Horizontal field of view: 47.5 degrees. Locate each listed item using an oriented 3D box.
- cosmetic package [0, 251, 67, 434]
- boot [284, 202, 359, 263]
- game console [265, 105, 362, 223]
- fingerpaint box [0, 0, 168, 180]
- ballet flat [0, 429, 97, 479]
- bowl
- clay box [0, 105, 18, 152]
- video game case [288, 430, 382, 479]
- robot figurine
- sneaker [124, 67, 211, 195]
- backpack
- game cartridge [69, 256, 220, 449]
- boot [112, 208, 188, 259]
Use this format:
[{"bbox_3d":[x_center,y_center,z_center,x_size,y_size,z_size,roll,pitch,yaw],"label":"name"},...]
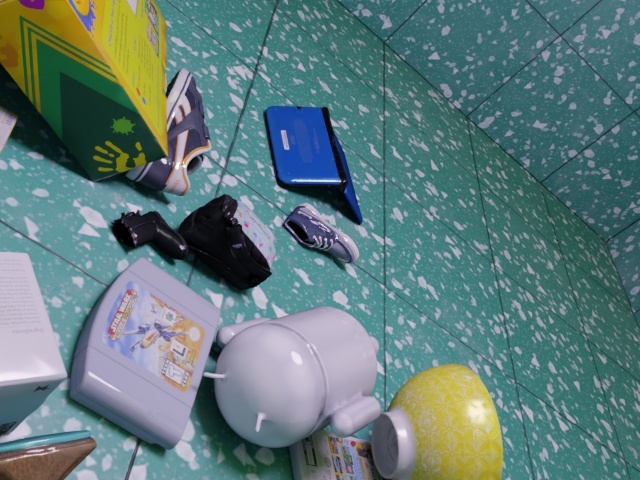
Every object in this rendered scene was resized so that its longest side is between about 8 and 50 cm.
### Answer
[{"bbox_3d":[-0.430,0.128,0.876,0.151,0.151,0.184,4,51,-50],"label":"cosmetic package"},{"bbox_3d":[0.000,0.000,1.678,0.190,0.069,0.086,40,37,0],"label":"boot"},{"bbox_3d":[-0.016,-0.197,1.907,0.250,0.173,0.293,-1,49,-14],"label":"game console"},{"bbox_3d":[-0.428,-0.397,1.309,0.371,0.163,0.445,65,10,-49],"label":"fingerpaint box"},{"bbox_3d":[-0.407,0.282,0.792,0.342,0.116,0.124,9,68,-47],"label":"ballet flat"},{"bbox_3d":[0.186,0.372,1.328,0.156,0.289,0.290,3,49,-21],"label":"bowl"},{"bbox_3d":[-0.598,-0.202,1.125,0.222,0.053,0.127,31,35,-27],"label":"clay box"},{"bbox_3d":[0.039,0.443,1.261,0.206,0.026,0.227,23,38,-37],"label":"video game case"},{"bbox_3d":[-0.040,0.225,1.228,0.299,0.200,0.353,28,20,28],"label":"robot figurine"},{"bbox_3d":[-0.290,-0.213,1.474,0.127,0.126,0.321,30,46,-22],"label":"sneaker"},{"bbox_3d":[-0.162,0.005,1.379,0.182,0.151,0.115,47,37,-29],"label":"backpack"},{"bbox_3d":[-0.272,0.161,1.146,0.198,0.062,0.297,41,31,-22],"label":"game cartridge"},{"bbox_3d":[-0.304,-0.005,1.296,0.121,0.045,0.099,48,27,12],"label":"boot"}]
